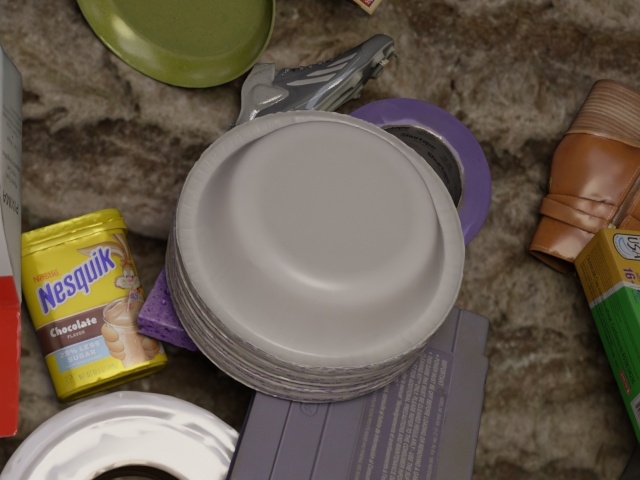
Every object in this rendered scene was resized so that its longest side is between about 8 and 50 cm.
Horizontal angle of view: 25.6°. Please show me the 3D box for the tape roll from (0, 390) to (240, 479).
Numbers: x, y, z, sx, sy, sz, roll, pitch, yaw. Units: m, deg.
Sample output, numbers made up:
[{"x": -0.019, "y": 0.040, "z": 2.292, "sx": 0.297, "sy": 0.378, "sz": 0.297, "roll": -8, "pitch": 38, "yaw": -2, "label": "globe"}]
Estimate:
[{"x": -0.183, "y": 0.294, "z": 1.370, "sx": 0.286, "sy": 0.100, "sz": 0.286, "roll": 3, "pitch": 74, "yaw": -9, "label": "tape roll"}]

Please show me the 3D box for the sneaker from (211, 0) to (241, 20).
[{"x": -0.183, "y": -0.331, "z": 1.562, "sx": 0.131, "sy": 0.112, "sz": 0.296, "roll": -39, "pitch": 80, "yaw": -1, "label": "sneaker"}]

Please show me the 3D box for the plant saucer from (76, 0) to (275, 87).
[{"x": -0.152, "y": -0.275, "z": 1.490, "sx": 0.241, "sy": 0.241, "sz": 0.037, "roll": 33, "pitch": 41, "yaw": 1, "label": "plant saucer"}]

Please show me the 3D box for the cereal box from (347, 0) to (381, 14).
[{"x": -0.047, "y": -0.339, "z": 1.493, "sx": 0.240, "sy": 0.173, "sz": 0.047, "roll": 35, "pitch": 96, "yaw": -27, "label": "cereal box"}]

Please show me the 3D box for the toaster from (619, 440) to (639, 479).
[{"x": 0.413, "y": 0.247, "z": 1.476, "sx": 0.168, "sy": 0.110, "sz": 0.185, "roll": 31, "pitch": 72, "yaw": 1, "label": "toaster"}]

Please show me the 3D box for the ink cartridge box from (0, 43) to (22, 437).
[{"x": -0.453, "y": 0.006, "z": 1.379, "sx": 0.308, "sy": 0.091, "sz": 0.384, "roll": -4, "pitch": 73, "yaw": 4, "label": "ink cartridge box"}]

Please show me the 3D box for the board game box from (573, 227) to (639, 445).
[{"x": 0.442, "y": 0.109, "z": 1.455, "sx": 0.317, "sy": 0.064, "sz": 0.242, "roll": 4, "pitch": 51, "yaw": -23, "label": "board game box"}]

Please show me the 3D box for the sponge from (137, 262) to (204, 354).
[{"x": -0.095, "y": 0.027, "z": 1.451, "sx": 0.117, "sy": 0.031, "sz": 0.210, "roll": 18, "pitch": 50, "yaw": 7, "label": "sponge"}]

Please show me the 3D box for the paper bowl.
[{"x": 0.000, "y": 0.000, "z": 1.350, "sx": 0.284, "sy": 0.148, "sz": 0.284, "roll": 6, "pitch": 60, "yaw": -10, "label": "paper bowl"}]

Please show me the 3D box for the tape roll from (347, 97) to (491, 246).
[{"x": 0.084, "y": -0.053, "z": 1.524, "sx": 0.189, "sy": 0.080, "sz": 0.189, "roll": 3, "pitch": 73, "yaw": -9, "label": "tape roll"}]

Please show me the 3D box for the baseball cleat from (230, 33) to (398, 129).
[{"x": -0.013, "y": -0.178, "z": 1.550, "sx": 0.109, "sy": 0.072, "sz": 0.206, "roll": 42, "pitch": 68, "yaw": 11, "label": "baseball cleat"}]

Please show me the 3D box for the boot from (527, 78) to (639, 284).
[{"x": 0.381, "y": -0.027, "z": 1.554, "sx": 0.283, "sy": 0.109, "sz": 0.220, "roll": 26, "pitch": 76, "yaw": -8, "label": "boot"}]

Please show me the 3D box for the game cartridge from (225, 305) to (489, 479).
[{"x": 0.043, "y": 0.179, "z": 1.387, "sx": 0.230, "sy": 0.068, "sz": 0.355, "roll": 23, "pitch": 43, "yaw": -6, "label": "game cartridge"}]

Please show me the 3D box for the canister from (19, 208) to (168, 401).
[{"x": -0.237, "y": 0.067, "z": 1.441, "sx": 0.126, "sy": 0.073, "sz": 0.169, "roll": -18, "pitch": 79, "yaw": -14, "label": "canister"}]
